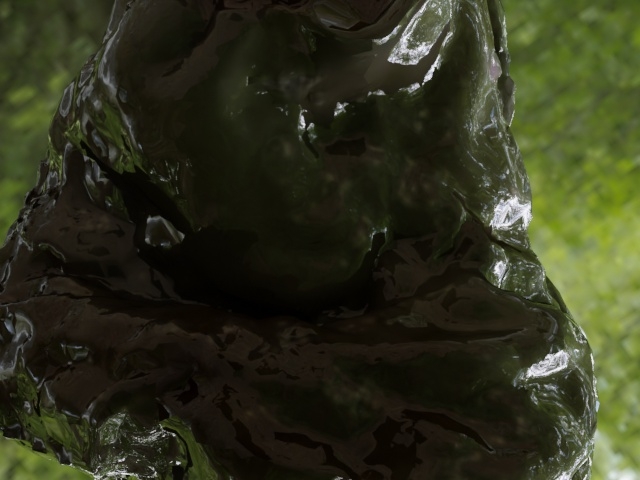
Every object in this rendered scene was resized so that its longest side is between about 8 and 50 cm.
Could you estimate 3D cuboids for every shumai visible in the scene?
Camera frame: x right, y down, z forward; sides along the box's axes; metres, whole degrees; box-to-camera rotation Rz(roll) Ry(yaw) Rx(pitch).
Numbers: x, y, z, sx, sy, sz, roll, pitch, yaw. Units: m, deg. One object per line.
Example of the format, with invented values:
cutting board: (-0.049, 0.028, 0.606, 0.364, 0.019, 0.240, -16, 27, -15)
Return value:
shumai: (0.004, 0.001, 0.537, 0.218, 0.184, 0.185, 113, 0, -82)
